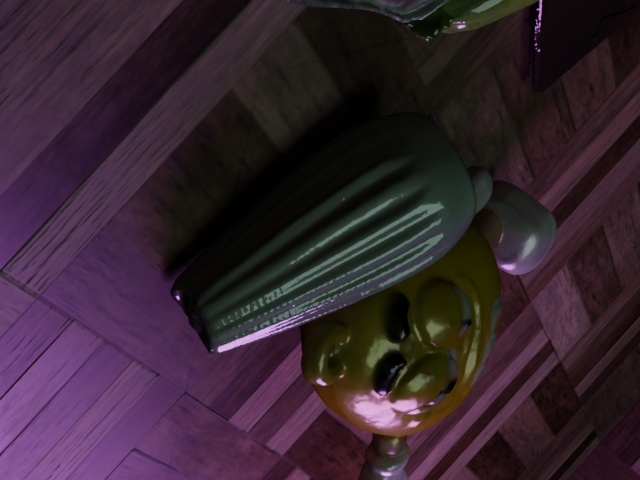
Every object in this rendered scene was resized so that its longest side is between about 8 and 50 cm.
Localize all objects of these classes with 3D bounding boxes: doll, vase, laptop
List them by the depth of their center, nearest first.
[{"bbox_3d":[0.000,0.000,1.381,0.248,0.128,0.128,-32,155,-15],"label":"vase"},{"bbox_3d":[0.242,-0.235,1.579,0.154,0.026,0.207,-41,156,-14],"label":"laptop"},{"bbox_3d":[0.095,0.083,1.627,0.348,0.161,0.423,87,27,-42],"label":"doll"}]

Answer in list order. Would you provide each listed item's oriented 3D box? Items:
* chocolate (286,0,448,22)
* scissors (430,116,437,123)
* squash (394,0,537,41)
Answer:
[{"bbox_3d":[0.043,-0.227,1.133,0.157,0.080,0.254,-41,161,23],"label":"chocolate"},{"bbox_3d":[0.037,-0.043,1.515,0.189,0.015,0.100,-43,163,-15],"label":"scissors"},{"bbox_3d":[0.200,-0.266,1.318,0.370,0.118,0.118,-44,158,-10],"label":"squash"}]
